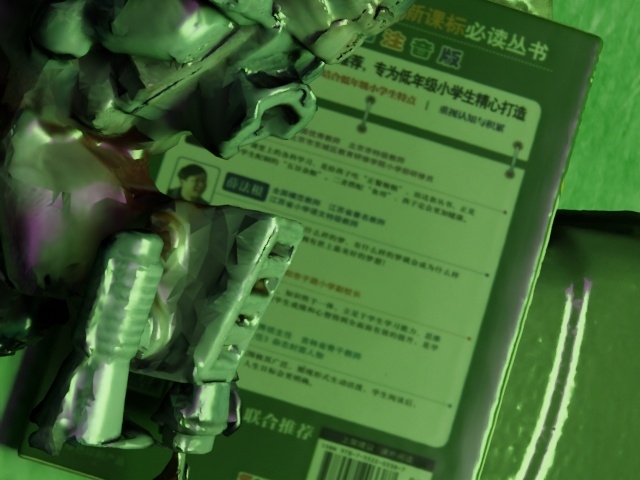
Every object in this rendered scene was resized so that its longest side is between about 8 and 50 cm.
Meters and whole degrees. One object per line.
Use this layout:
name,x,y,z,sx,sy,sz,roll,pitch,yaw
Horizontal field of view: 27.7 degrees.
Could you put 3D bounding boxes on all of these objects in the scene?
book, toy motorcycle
book,0.000,0.000,0.594,0.202,0.027,0.264,17,81,0
toy motorcycle,-0.071,-0.025,0.504,0.134,0.207,0.401,14,86,-73

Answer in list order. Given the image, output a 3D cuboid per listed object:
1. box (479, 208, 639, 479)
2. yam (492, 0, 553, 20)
box,0.085,0.109,0.690,0.178,0.138,0.274,9,86,-34
yam,0.034,-0.188,0.632,0.106,0.106,0.259,-54,124,-23
